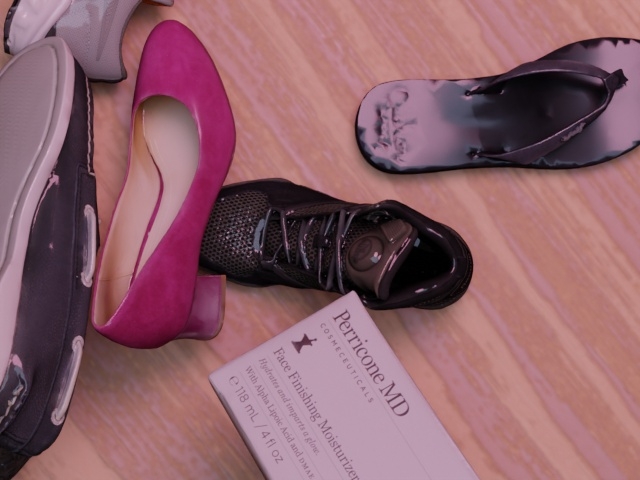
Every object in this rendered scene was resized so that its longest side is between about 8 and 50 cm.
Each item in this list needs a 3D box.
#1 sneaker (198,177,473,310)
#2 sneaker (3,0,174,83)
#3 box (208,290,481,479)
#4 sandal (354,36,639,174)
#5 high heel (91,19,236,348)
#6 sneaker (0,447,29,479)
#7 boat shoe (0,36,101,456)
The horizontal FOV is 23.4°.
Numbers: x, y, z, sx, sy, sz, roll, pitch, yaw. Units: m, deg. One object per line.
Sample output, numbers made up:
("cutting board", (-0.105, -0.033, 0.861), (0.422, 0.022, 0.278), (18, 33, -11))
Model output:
("sneaker", (0.000, 0.000, 1.131), (0.227, 0.130, 0.087), (13, 85, 5))
("sneaker", (-0.139, -0.244, 1.164), (0.108, 0.100, 0.271), (26, 90, -11))
("box", (0.031, 0.165, 1.065), (0.119, 0.182, 0.181), (-31, 60, -6))
("sandal", (0.155, -0.096, 1.186), (0.254, 0.054, 0.097), (-12, 86, -5))
("high heel", (-0.124, -0.045, 1.100), (0.082, 0.117, 0.244), (-3, 84, 33))
("sneaker", (-0.310, 0.026, 1.126), (0.146, 0.134, 0.343), (-25, 95, 30))
("boat shoe", (-0.202, 0.001, 1.069), (0.091, 0.114, 0.302), (35, 55, -41))
